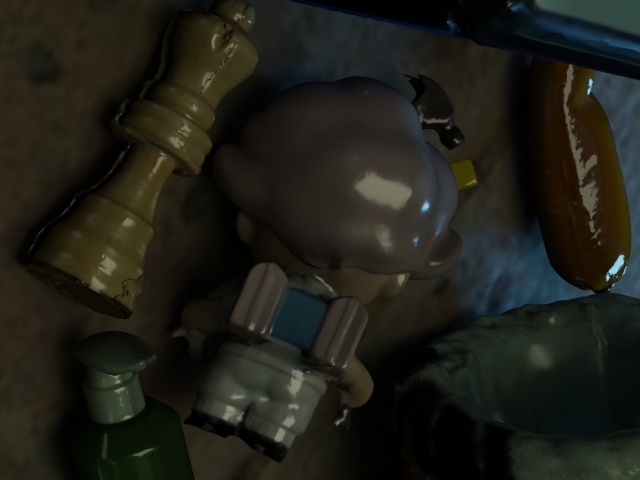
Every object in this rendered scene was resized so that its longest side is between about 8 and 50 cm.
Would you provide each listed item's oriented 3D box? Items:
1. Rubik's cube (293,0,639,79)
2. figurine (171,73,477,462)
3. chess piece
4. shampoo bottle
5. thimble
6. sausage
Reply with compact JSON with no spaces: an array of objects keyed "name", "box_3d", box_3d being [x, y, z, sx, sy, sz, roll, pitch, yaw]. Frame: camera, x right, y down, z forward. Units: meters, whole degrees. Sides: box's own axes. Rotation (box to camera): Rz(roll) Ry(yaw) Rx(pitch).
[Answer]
[{"name":"Rubik's cube","box_3d":[0.103,-0.216,0.911,0.246,0.248,0.250,8,96,-41]},{"name":"figurine","box_3d":[0.000,0.000,0.965,0.112,0.137,0.229,87,27,-75]},{"name":"chess piece","box_3d":[-0.081,-0.048,0.925,0.060,0.060,0.172,38,73,-39]},{"name":"shampoo bottle","box_3d":[-0.088,0.142,0.954,0.065,0.065,0.205,-26,116,-33]},{"name":"thimble","box_3d":[0.154,0.127,1.057,0.237,0.237,0.150,-22,116,-34]},{"name":"sausage","box_3d":[0.152,-0.047,1.119,0.062,0.054,0.183,-53,134,-59]}]
